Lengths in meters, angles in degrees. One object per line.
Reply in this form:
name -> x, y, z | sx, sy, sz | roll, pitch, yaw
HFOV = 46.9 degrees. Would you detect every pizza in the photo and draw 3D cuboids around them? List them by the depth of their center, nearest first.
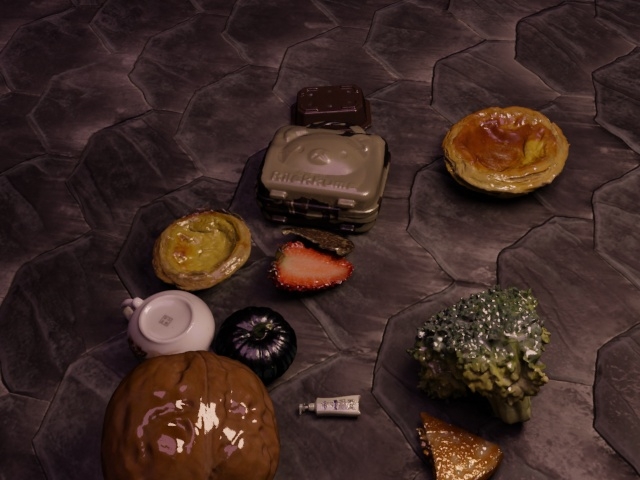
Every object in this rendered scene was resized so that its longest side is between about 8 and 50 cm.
pizza -> 0.273, 0.449, 1.578 | 0.188, 0.062, 0.199 | -18, 46, -25

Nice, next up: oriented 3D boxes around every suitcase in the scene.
suitcase -> 0.012, -0.202, 2.019 | 0.352, 0.193, 0.339 | 9, 51, 11

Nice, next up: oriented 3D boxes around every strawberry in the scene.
strawberry -> -0.032, 0.091, 1.866 | 0.208, 0.087, 0.167 | 19, 42, 2

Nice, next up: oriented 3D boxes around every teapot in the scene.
teapot -> -0.363, 0.213, 1.764 | 0.298, 0.139, 0.204 | 31, 62, 22

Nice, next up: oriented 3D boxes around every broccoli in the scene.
broccoli -> 0.386, 0.253, 1.599 | 0.294, 0.280, 0.348 | -24, 13, -23

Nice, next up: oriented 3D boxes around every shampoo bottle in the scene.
shampoo bottle -> 0.021, 0.375, 1.669 | 0.141, 0.034, 0.048 | -2, 59, 4

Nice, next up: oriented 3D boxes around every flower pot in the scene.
flower pot -> 0.030, -0.407, 2.246 | 0.251, 0.084, 0.178 | -2, 52, 2

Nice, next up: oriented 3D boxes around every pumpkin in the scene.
pumpkin -> -0.151, 0.243, 1.722 | 0.194, 0.150, 0.194 | -14, 34, 10

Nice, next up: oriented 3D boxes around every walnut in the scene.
walnut -> -0.263, 0.409, 1.498 | 0.354, 0.308, 0.397 | 16, 47, -26

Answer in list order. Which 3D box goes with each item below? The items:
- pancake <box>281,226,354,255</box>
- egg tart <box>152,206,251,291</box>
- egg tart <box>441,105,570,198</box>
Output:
pancake -> 0.000, 0.000, 1.913 | 0.184, 0.020, 0.190 | 4, 17, -29
egg tart -> -0.307, 0.031, 1.930 | 0.279, 0.095, 0.278 | -4, 47, 4
egg tart -> 0.506, -0.226, 2.028 | 0.352, 0.150, 0.351 | -4, 46, 4
